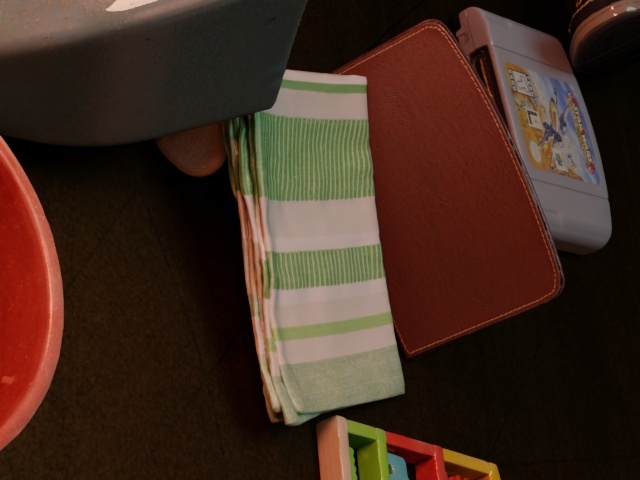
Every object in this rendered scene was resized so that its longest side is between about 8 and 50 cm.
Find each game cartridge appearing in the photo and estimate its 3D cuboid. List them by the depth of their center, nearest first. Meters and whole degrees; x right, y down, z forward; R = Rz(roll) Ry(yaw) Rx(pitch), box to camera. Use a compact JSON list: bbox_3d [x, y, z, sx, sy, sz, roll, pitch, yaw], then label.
[{"bbox_3d":[0.267,-0.133,2.135,0.198,0.062,0.297,7,63,-45],"label":"game cartridge"}]

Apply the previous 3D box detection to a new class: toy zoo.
[{"bbox_3d":[0.112,0.292,1.690,0.293,0.030,0.192,22,53,-43],"label":"toy zoo"}]

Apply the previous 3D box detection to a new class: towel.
[{"bbox_3d":[0.000,0.000,1.647,0.248,0.038,0.325,-6,87,-59],"label":"towel"}]

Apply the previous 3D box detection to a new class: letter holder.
[{"bbox_3d":[0.144,-0.066,1.794,0.152,0.214,0.302,-22,86,-55],"label":"letter holder"}]

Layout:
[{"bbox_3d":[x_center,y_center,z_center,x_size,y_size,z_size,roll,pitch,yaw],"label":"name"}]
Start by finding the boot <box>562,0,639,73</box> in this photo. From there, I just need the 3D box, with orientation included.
[{"bbox_3d":[0.350,-0.369,2.275,0.284,0.138,0.377,66,20,5],"label":"boot"}]

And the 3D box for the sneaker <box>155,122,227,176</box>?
[{"bbox_3d":[-0.118,-0.178,1.641,0.126,0.091,0.240,-11,82,-61],"label":"sneaker"}]

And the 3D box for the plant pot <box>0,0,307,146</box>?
[{"bbox_3d":[-0.186,-0.219,1.417,0.252,0.248,0.247,-23,72,-19],"label":"plant pot"}]

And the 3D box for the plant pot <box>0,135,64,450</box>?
[{"bbox_3d":[-0.346,0.049,1.058,0.272,0.265,0.272,29,49,-39],"label":"plant pot"}]
